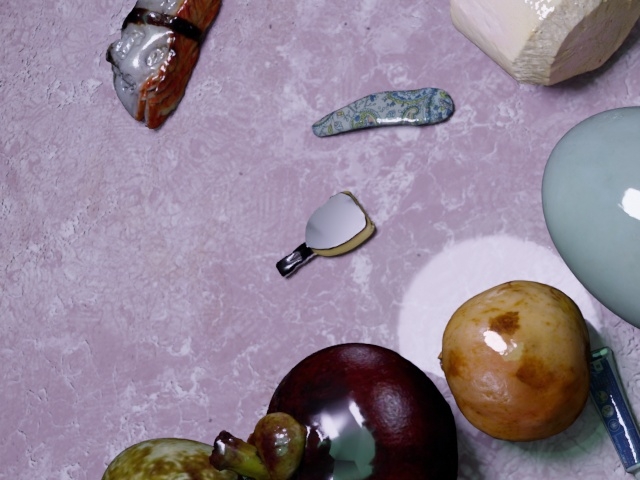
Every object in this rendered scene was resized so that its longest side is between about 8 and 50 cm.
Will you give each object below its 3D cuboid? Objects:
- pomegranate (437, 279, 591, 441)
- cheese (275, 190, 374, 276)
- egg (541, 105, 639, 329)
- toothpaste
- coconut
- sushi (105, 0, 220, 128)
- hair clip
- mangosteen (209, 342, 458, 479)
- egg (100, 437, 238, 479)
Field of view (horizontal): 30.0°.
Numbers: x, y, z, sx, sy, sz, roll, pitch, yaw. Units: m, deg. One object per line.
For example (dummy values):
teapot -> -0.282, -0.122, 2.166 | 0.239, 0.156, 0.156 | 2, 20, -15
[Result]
pomegranate -> 0.253, 0.159, 1.593 | 0.215, 0.215, 0.215 | -5, 75, 19
cheese -> 0.000, 0.000, 1.822 | 0.162, 0.036, 0.086 | -37, 70, 8
egg -> 0.458, -0.016, 1.525 | 0.389, 0.276, 0.276 | 37, 91, 27
toothpaste -> 0.402, 0.239, 1.614 | 0.057, 0.035, 0.197 | -22, 67, 8
coconut -> 0.308, -0.356, 1.695 | 0.239, 0.239, 0.244 | -43, 65, 5
sushi -> -0.259, -0.353, 1.959 | 0.130, 0.124, 0.332 | 21, 86, 16
hair clip -> 0.091, -0.195, 1.838 | 0.229, 0.036, 0.066 | -9, 67, 18
mangosteen -> 0.040, 0.283, 1.596 | 0.297, 0.293, 0.297 | -8, 75, 32
egg -> -0.201, 0.397, 1.687 | 0.289, 0.238, 0.238 | 27, 87, 36
